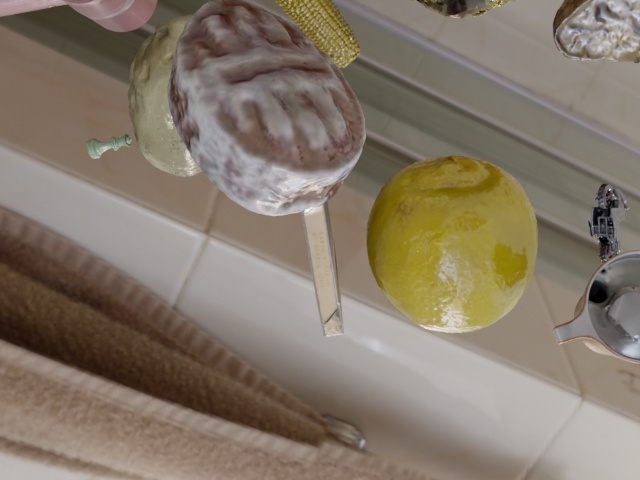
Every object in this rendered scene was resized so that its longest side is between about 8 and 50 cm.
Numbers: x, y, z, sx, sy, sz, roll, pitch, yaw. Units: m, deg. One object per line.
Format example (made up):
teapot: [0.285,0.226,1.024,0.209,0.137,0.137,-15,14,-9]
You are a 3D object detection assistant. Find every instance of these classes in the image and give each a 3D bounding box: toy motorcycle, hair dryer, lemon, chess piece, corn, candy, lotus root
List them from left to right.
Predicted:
hair dryer: [-0.463,-0.404,1.481,0.210,0.353,0.125,-9,91,-84]
chess piece: [-0.429,-0.196,1.851,0.042,0.093,0.042,-11,90,-76]
candy: [-0.071,-0.161,1.115,0.289,0.214,0.157,60,-34,25]
corn: [-0.017,-0.458,1.794,0.091,0.260,0.091,-41,-158,4]
lemon: [0.248,0.007,1.713,0.348,0.348,0.348,-61,-169,22]
toy motorcycle: [0.758,-0.049,2.374,0.080,0.122,0.215,5,-72,41]
lotus root: [0.365,-0.280,1.124,0.135,0.160,0.095,-91,-178,-61]

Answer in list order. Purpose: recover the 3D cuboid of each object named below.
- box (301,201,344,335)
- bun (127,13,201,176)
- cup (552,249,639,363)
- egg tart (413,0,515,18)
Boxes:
box: [0.001,0.000,1.824,0.204,0.051,0.365,-95,177,-46]
bun: [-0.256,-0.291,1.800,0.326,0.235,0.362,-63,175,-6]
cup: [0.500,0.131,1.539,0.264,0.226,0.182,67,6,-78]
egg tart: [0.241,-0.486,1.713,0.297,0.297,0.132,-131,-123,-78]
